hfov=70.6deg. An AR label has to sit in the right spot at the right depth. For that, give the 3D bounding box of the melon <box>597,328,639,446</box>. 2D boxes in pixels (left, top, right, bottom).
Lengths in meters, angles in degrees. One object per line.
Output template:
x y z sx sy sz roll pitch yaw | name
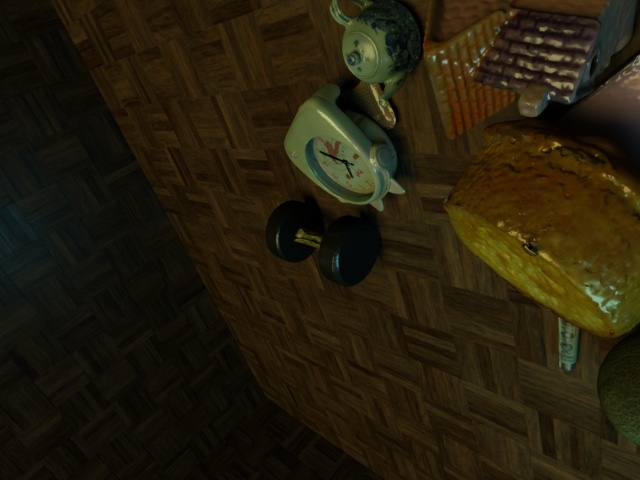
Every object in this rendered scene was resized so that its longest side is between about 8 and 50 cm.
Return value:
0.644 0.267 0.804 0.237 0.237 0.301 41 150 16 | melon

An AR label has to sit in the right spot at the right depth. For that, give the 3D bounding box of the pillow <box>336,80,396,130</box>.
0.092 -0.315 1.111 0.211 0.034 0.135 -7 119 57 | pillow

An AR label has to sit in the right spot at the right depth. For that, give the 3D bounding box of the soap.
0.518 -0.149 0.683 0.259 0.081 0.181 46 150 6 | soap

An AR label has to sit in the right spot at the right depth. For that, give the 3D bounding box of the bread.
0.396 -0.018 0.745 0.398 0.215 0.398 42 -179 -1 | bread

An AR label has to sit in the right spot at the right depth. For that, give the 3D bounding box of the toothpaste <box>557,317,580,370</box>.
0.567 0.204 1.031 0.062 0.039 0.238 13 131 40 | toothpaste

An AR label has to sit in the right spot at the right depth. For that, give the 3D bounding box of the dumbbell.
0.000 0.000 1.396 0.323 0.204 0.203 20 137 42 | dumbbell

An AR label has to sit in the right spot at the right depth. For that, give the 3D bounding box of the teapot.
0.103 -0.390 0.909 0.159 0.159 0.231 -14 111 57 | teapot

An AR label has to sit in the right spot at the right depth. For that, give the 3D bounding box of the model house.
0.282 -0.266 0.658 0.237 0.237 0.202 31 169 30 | model house

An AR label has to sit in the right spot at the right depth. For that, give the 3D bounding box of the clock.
0.069 -0.210 1.140 0.324 0.108 0.265 41 154 -4 | clock
